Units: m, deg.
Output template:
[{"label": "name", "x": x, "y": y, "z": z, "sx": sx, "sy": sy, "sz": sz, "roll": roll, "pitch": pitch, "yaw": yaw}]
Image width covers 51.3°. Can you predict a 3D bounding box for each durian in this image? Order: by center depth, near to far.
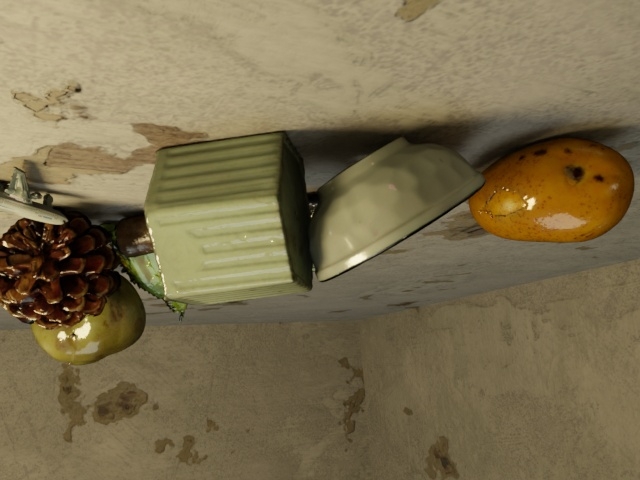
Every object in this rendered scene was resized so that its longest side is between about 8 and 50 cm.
[{"label": "durian", "x": -0.364, "y": 0.058, "z": 1.431, "sx": 0.132, "sy": 0.106, "sz": 0.375, "roll": -27, "pitch": 142, "yaw": 0}]

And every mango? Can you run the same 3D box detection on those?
[{"label": "mango", "x": 0.344, "y": -0.071, "z": 1.061, "sx": 0.191, "sy": 0.159, "sz": 0.290, "roll": -6, "pitch": 179, "yaw": -26}]

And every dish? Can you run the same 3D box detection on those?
[{"label": "dish", "x": 0.086, "y": -0.061, "z": 0.947, "sx": 0.303, "sy": 0.120, "sz": 0.303, "roll": -32, "pitch": -178, "yaw": 1}]

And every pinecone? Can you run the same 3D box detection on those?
[{"label": "pinecone", "x": -0.455, "y": 0.045, "z": 1.149, "sx": 0.221, "sy": 0.221, "sz": 0.221, "roll": -4, "pitch": 168, "yaw": -1}]

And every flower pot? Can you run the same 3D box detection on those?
[{"label": "flower pot", "x": -0.118, "y": -0.026, "z": 0.943, "sx": 0.190, "sy": 0.239, "sz": 0.209, "roll": -8, "pitch": -163, "yaw": 9}]

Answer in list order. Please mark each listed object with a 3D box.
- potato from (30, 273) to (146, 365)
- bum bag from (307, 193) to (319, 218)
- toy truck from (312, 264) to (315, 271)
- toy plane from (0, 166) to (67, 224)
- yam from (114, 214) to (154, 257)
[{"label": "potato", "x": -0.509, "y": 0.160, "z": 1.434, "sx": 0.218, "sy": 0.202, "sz": 0.351, "roll": -35, "pitch": -169, "yaw": -27}, {"label": "bum bag", "x": 0.072, "y": -0.059, "z": 1.186, "sx": 0.248, "sy": 0.069, "sz": 0.102, "roll": -8, "pitch": 132, "yaw": 20}, {"label": "toy truck", "x": 0.000, "y": 0.000, "z": 1.343, "sx": 0.126, "sy": 0.113, "sz": 0.208, "roll": -14, "pitch": 166, "yaw": 32}, {"label": "toy plane", "x": -0.484, "y": -0.060, "z": 1.006, "sx": 0.226, "sy": 0.058, "sz": 0.226, "roll": -19, "pitch": 166, "yaw": 33}, {"label": "yam", "x": -0.310, "y": -0.012, "z": 1.242, "sx": 0.127, "sy": 0.084, "sz": 0.084, "roll": -6, "pitch": 168, "yaw": 9}]
